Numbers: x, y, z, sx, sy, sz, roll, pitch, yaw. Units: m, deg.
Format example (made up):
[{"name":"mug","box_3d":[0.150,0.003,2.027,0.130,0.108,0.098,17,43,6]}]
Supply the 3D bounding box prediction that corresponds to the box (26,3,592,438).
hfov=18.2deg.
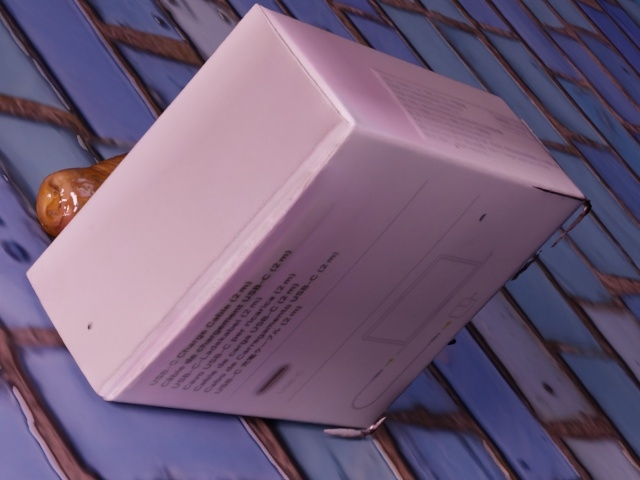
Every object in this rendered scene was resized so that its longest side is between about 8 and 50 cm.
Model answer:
[{"name":"box","box_3d":[0.000,0.000,1.101,0.252,0.203,0.106,12,37,-54]}]

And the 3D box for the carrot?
[{"name":"carrot","box_3d":[-0.104,-0.027,1.168,0.060,0.060,0.186,49,21,13]}]
